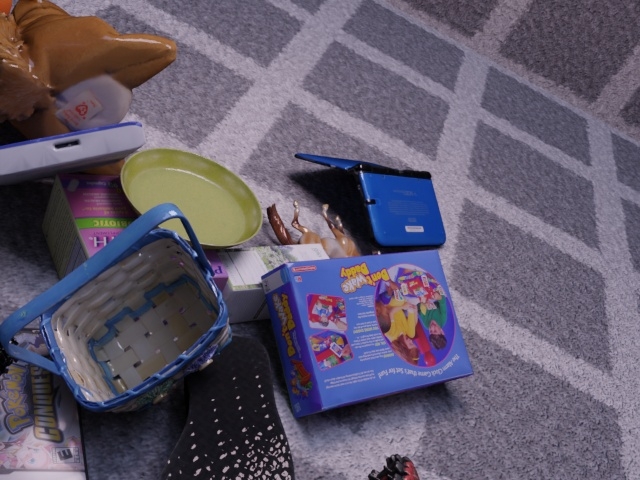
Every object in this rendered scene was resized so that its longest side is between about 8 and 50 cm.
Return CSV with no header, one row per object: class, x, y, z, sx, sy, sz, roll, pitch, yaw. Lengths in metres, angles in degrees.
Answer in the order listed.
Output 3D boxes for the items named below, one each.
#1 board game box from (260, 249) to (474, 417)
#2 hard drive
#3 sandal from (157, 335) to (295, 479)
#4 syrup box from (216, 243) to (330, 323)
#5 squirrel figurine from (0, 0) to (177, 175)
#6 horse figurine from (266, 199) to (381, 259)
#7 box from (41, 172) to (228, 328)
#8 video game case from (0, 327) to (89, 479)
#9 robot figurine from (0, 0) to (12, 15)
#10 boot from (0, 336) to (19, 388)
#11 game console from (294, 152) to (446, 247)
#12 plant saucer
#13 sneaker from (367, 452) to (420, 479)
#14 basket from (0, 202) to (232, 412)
board game box,0.086,0.146,1.349,0.347,0.078,0.234,-3,73,-39
hard drive,-0.394,-0.129,1.229,0.210,0.040,0.318,-15,6,-19
sandal,-0.119,0.288,1.073,0.167,0.107,0.446,2,26,-3
syrup box,-0.087,0.073,1.381,0.236,0.096,0.093,-2,48,-39
squirrel figurine,-0.520,-0.335,1.442,0.396,0.281,0.370,-1,38,-40
horse figurine,0.000,0.000,1.558,0.263,0.066,0.175,8,46,-41
box,-0.300,0.015,1.281,0.213,0.117,0.243,-1,45,-37
video game case,-0.427,0.217,1.004,0.248,0.035,0.275,7,41,-30
robot figurine,-0.703,-0.476,1.601,0.128,0.158,0.219,-5,28,20
boot,-0.432,0.137,0.983,0.121,0.099,0.045,28,32,-2
game console,0.113,-0.089,1.755,0.293,0.173,0.250,-1,75,-52
plant saucer,-0.211,-0.062,1.309,0.240,0.037,0.241,20,34,-14
sneaker,0.120,0.415,1.104,0.135,0.097,0.276,41,22,-14
basket,-0.241,0.091,1.038,0.254,0.289,0.201,-37,60,-6
